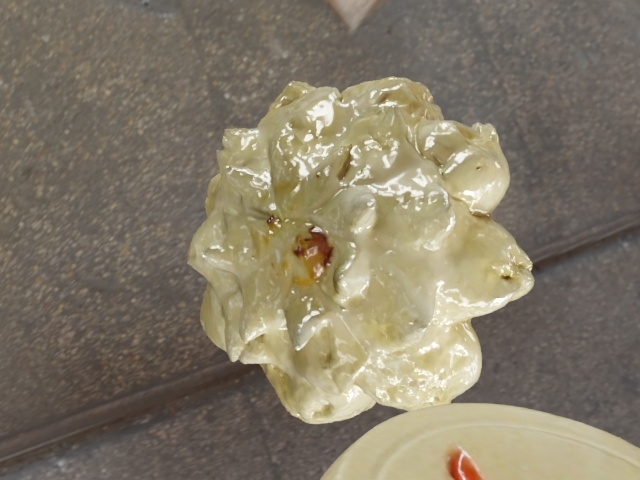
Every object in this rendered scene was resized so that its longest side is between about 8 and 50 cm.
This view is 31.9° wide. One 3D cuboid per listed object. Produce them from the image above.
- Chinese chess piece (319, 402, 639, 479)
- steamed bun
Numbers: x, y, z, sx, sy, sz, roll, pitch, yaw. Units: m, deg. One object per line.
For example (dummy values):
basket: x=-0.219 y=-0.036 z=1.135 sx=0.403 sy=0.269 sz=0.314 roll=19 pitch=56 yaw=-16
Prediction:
Chinese chess piece: x=0.105 y=0.181 z=0.549 sx=0.250 sy=0.097 sz=0.251 roll=11 pitch=25 yaw=-5
steamed bun: x=0.000 y=0.000 z=0.857 sx=0.137 sy=0.292 sz=0.295 roll=8 pitch=62 yaw=-53
